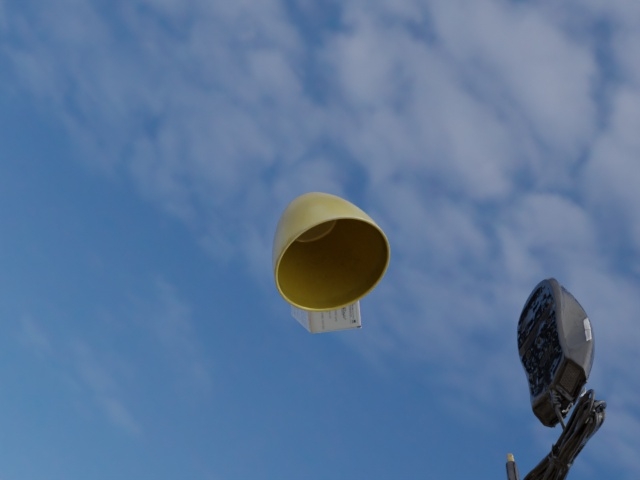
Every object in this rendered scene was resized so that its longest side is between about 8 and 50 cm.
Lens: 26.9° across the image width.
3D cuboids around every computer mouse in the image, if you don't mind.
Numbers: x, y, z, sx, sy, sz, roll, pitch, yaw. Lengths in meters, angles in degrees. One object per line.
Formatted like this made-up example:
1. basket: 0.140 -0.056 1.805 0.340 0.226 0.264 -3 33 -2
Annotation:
1. computer mouse: 0.251 0.172 1.442 0.060 0.262 0.184 17 -60 -13

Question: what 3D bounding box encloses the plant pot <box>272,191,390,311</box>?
1. plant pot: 0.000 0.000 1.515 0.095 0.134 0.134 -116 -171 -48

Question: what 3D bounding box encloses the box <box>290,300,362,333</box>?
1. box: 0.002 0.048 1.771 0.137 0.072 0.126 -150 -125 -75
